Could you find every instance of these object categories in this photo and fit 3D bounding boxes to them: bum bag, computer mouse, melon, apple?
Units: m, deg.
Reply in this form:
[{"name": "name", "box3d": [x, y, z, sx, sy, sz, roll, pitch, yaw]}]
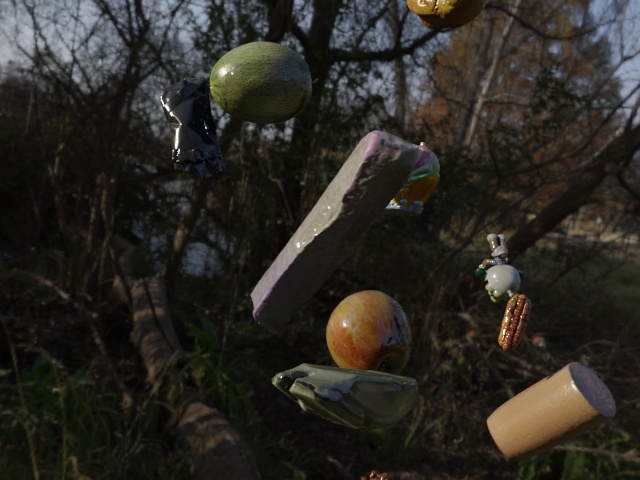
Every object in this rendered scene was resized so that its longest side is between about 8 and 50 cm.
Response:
[{"name": "bum bag", "box3d": [-0.214, -0.192, 0.996, 0.087, 0.198, 0.049, -10, -20, -14]}, {"name": "computer mouse", "box3d": [0.074, 0.392, 1.480, 0.428, 0.146, 0.228, 16, -9, -38]}, {"name": "melon", "box3d": [-0.093, -0.271, 1.033, 0.192, 0.139, 0.139, -6, 11, -18]}, {"name": "apple", "box3d": [0.148, 0.285, 1.752, 0.256, 0.257, 0.234, 8, 27, -28]}]

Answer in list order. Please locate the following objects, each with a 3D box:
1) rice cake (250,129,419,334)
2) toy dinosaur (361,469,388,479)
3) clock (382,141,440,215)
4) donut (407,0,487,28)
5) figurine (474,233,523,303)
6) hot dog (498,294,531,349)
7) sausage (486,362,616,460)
[{"name": "rice cake", "box3d": [0.001, -0.001, 0.823, 0.070, 0.399, 0.064, 20, 43, -20]}, {"name": "toy dinosaur", "box3d": [0.127, 0.618, 1.493, 0.049, 0.055, 0.154, 15, 17, 37]}, {"name": "clock", "box3d": [0.167, -0.125, 1.224, 0.103, 0.144, 0.231, 12, -3, -27]}, {"name": "donut", "box3d": [0.348, -0.664, 1.589, 0.226, 0.227, 0.114, 17, -18, 48]}, {"name": "figurine", "box3d": [0.502, 0.081, 1.673, 0.147, 0.197, 0.094, 3, -31, -12]}, {"name": "hot dog", "box3d": [0.465, 0.196, 1.428, 0.062, 0.144, 0.038, 24, -16, -1]}, {"name": "sausage", "box3d": [0.451, 0.355, 1.205, 0.123, 0.253, 0.123, 26, 37, -22]}]
